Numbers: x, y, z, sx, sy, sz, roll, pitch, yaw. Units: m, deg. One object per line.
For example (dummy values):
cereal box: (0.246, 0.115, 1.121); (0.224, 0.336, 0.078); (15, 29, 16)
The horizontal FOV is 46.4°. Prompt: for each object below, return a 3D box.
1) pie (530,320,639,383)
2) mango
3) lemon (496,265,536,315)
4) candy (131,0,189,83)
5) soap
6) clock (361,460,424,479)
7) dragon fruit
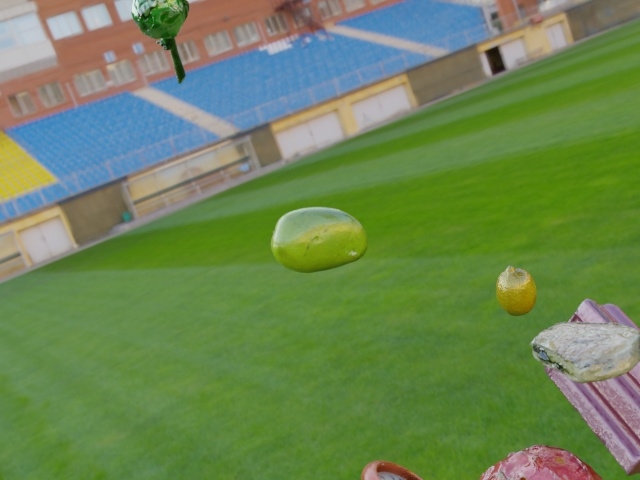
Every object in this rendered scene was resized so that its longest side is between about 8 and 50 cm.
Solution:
pie: (0.517, 0.199, 1.423); (0.185, 0.052, 0.218); (-23, 13, -10)
mango: (0.000, 0.000, 0.816); (0.108, 0.073, 0.056); (4, 3, -11)
lemon: (0.393, 0.100, 1.502); (0.082, 0.110, 0.082); (-11, 25, 5)
candy: (-0.273, -0.355, 1.354); (0.097, 0.097, 0.323); (-23, -12, -8)
soap: (0.709, 0.341, 1.776); (0.128, 0.233, 0.359); (8, 33, -33)
clock: (0.172, 0.520, 1.504); (0.051, 0.205, 0.205); (-61, 3, 10)
dragon fruit: (0.378, 0.451, 1.365); (0.262, 0.163, 0.189); (-34, 11, 31)
